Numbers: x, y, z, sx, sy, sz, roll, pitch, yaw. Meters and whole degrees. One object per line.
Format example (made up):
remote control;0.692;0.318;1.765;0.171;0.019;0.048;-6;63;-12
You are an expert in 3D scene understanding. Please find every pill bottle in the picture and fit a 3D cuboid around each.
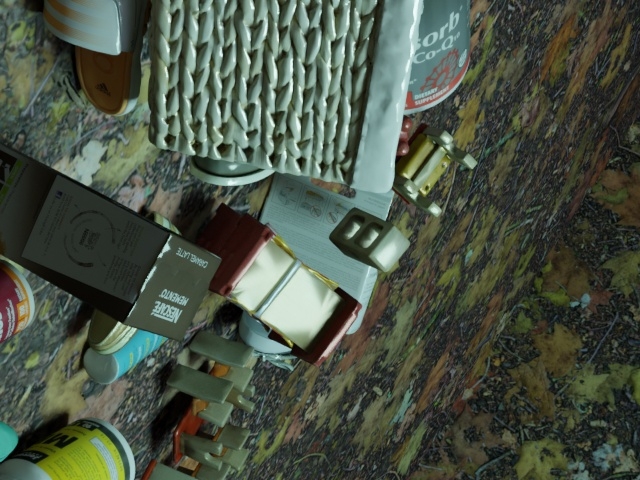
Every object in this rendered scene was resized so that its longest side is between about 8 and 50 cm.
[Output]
pill bottle;-0.370;0.082;1.381;0.152;0.086;0.086;-36;146;-51
pill bottle;0.090;-0.345;1.784;0.210;0.210;0.363;-54;157;-22
pill bottle;-0.336;0.309;1.693;0.208;0.119;0.119;-28;140;-58

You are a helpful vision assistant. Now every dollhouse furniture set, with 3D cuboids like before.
dollhouse furniture set;0.008;-0.037;1.864;0.201;0.152;0.374;41;82;-31
dollhouse furniture set;-0.207;0.296;2.032;0.262;0.135;0.259;96;18;-45

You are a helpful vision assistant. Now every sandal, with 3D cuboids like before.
sandal;-0.225;-0.207;1.351;0.076;0.102;0.265;-51;158;-36

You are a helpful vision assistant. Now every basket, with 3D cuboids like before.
basket;-0.017;-0.278;1.400;0.328;0.266;0.331;-79;176;-46

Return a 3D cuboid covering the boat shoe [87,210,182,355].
boat shoe;-0.243;0.048;1.692;0.190;0.068;0.072;-66;149;-20

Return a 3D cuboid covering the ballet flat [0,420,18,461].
ballet flat;-0.409;0.219;1.469;0.247;0.083;0.087;-26;124;-61

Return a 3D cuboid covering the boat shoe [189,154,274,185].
boat shoe;-0.074;-0.163;1.766;0.305;0.109;0.091;-45;153;-53

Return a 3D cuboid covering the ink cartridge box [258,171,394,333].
ink cartridge box;0.000;0.000;2.018;0.232;0.189;0.066;-71;165;11

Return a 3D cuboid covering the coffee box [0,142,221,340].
coffee box;-0.241;-0.004;1.353;0.098;0.246;0.141;-63;159;-2

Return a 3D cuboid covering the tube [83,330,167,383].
tube;-0.239;0.130;1.818;0.080;0.052;0.207;-61;168;27

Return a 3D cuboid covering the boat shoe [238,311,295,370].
boat shoe;-0.067;0.144;2.154;0.105;0.113;0.306;-63;176;16
